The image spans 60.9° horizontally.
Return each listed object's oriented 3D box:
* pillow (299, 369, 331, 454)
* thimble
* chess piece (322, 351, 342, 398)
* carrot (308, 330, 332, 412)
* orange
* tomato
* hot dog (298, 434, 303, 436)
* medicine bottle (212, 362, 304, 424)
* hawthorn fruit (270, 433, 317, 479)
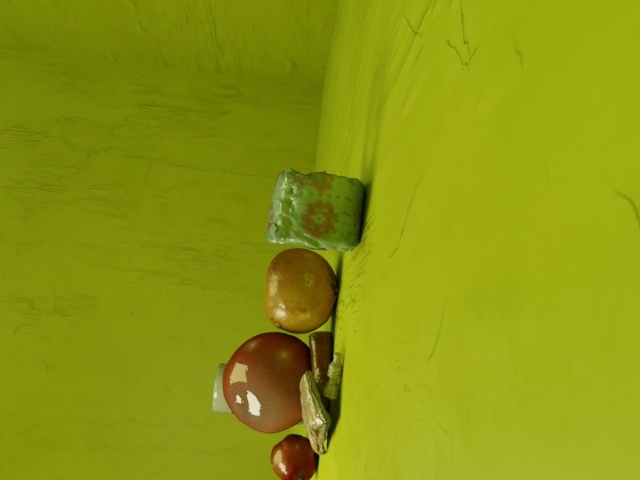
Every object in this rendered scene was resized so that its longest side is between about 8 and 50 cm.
[{"bbox_3d":[-0.015,0.377,1.177,0.232,0.043,0.126,92,162,-54],"label":"pillow"},{"bbox_3d":[-0.015,-0.056,1.065,0.211,0.186,0.149,7,-88,-61],"label":"thimble"},{"bbox_3d":[0.028,0.274,1.115,0.035,0.035,0.092,-119,39,-84],"label":"chess piece"},{"bbox_3d":[0.003,0.322,1.299,0.061,0.061,0.209,102,169,-55],"label":"carrot"},{"bbox_3d":[-0.053,0.129,1.389,0.219,0.193,0.219,17,-90,-83],"label":"orange"},{"bbox_3d":[-0.123,0.361,1.384,0.224,0.256,0.255,-22,-54,-53],"label":"tomato"},{"bbox_3d":[-0.075,0.688,1.768,0.140,0.060,0.089,-110,22,-74],"label":"hot dog"},{"bbox_3d":[-0.218,0.560,2.017,0.208,0.340,0.208,-173,90,-87],"label":"medicine bottle"},{"bbox_3d":[-0.060,0.561,1.390,0.140,0.125,0.125,8,92,53],"label":"hawthorn fruit"}]
